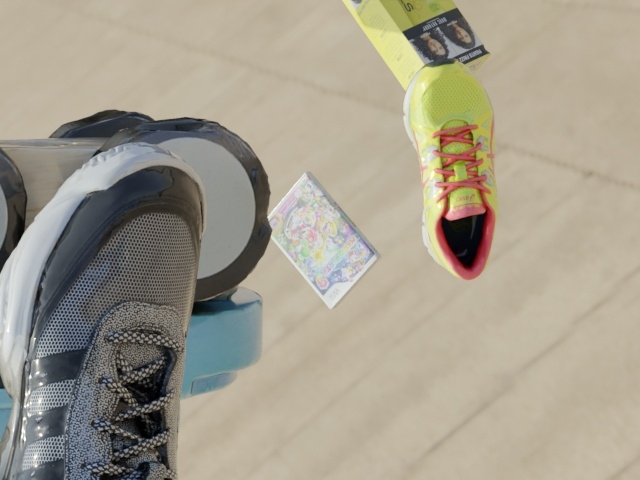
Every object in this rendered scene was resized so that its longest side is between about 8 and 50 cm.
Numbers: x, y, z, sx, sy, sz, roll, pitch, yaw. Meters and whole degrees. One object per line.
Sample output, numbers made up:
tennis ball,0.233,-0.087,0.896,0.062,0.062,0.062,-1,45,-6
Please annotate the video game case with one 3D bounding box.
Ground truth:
video game case,0.000,0.000,1.885,0.087,0.122,0.011,-49,-17,30

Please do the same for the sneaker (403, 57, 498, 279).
sneaker,0.125,-0.059,1.583,0.081,0.209,0.094,-11,24,-1

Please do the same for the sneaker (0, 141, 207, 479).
sneaker,-0.082,0.099,0.776,0.153,0.101,0.269,24,96,46

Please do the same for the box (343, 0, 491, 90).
box,0.074,-0.259,1.863,0.087,0.232,0.058,-26,-14,-31

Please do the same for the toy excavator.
toy excavator,-0.244,0.148,1.058,0.432,0.445,0.222,-2,5,-20
